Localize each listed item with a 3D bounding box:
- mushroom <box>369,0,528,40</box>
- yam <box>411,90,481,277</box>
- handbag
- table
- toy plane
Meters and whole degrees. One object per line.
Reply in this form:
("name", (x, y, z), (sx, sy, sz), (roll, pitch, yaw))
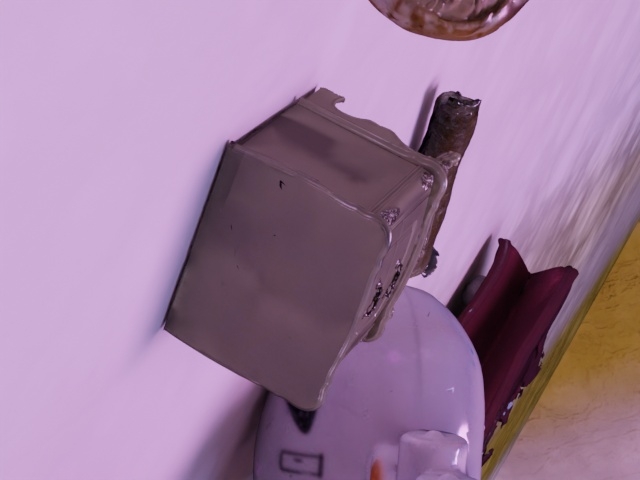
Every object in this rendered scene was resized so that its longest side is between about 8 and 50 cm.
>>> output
("mushroom", (0.045, -0.147, 0.490), (0.209, 0.071, 0.084), (94, 20, -55))
("yam", (0.058, -0.031, 0.888), (0.033, 0.027, 0.129), (-10, 144, -23))
("handbag", (0.106, 0.121, 1.342), (0.203, 0.074, 0.216), (-56, 169, -26))
("table", (0.000, 0.000, 0.627), (0.083, 0.062, 0.079), (-43, 158, -60))
("toy plane", (0.015, 0.141, 0.841), (0.245, 0.117, 0.244), (-176, -90, -78))
